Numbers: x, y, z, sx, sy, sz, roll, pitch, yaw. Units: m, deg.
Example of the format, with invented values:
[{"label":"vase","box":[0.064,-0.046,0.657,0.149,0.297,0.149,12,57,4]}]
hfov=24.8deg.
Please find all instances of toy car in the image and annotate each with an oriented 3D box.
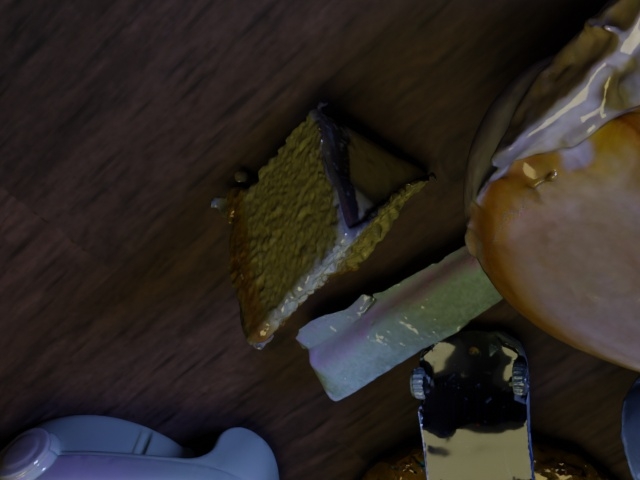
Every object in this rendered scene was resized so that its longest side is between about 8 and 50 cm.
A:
[{"label":"toy car","box":[0.129,0.172,1.183,0.095,0.056,0.205,-5,99,14]}]

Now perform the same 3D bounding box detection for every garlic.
[{"label":"garlic","box":[0.253,-0.034,0.918,0.313,0.249,0.286,32,97,-17]}]

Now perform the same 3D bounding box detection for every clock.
[{"label":"clock","box":[-0.197,0.272,1.350,0.324,0.109,0.265,8,130,9]}]

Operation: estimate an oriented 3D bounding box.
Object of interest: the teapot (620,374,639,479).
[{"label":"teapot","box":[0.355,0.144,1.071,0.225,0.171,0.203,-31,79,39]}]

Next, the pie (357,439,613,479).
[{"label":"pie","box":[0.146,0.268,1.287,0.273,0.069,0.273,3,118,6]}]

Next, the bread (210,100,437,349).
[{"label":"bread","box":[0.000,0.000,1.065,0.127,0.152,0.147,26,130,-21]}]

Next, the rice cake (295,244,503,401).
[{"label":"rice cake","box":[0.095,0.032,1.127,0.081,0.051,0.290,46,122,-10]}]
